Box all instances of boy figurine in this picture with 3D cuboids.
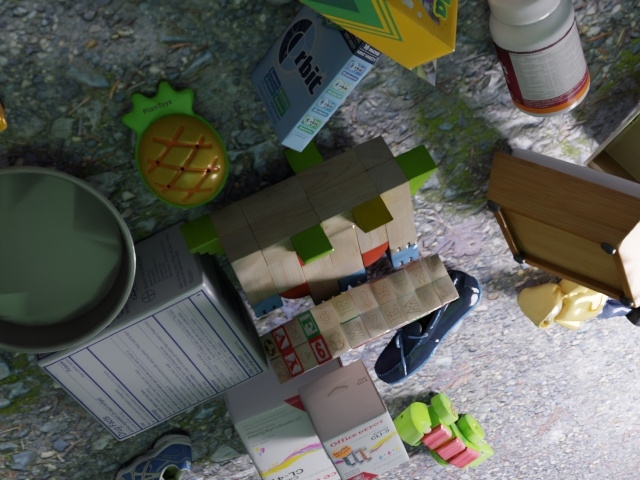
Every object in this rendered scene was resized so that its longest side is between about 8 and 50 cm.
[{"bbox_3d":[0.515,0.113,2.040,0.285,0.092,0.177,0,136,-28],"label":"boy figurine"}]

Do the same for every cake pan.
[{"bbox_3d":[-0.412,0.023,1.505,0.293,0.054,0.293,-4,115,-8],"label":"cake pan"}]

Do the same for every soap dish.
[{"bbox_3d":[0.419,-0.020,1.718,0.118,0.291,0.229,-53,141,-16],"label":"soap dish"}]

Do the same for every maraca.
[{"bbox_3d":[-0.203,-0.131,1.479,0.127,0.099,0.185,-24,112,-2],"label":"maraca"}]

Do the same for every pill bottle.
[{"bbox_3d":[0.312,-0.290,1.517,0.121,0.121,0.221,-27,137,4],"label":"pill bottle"}]

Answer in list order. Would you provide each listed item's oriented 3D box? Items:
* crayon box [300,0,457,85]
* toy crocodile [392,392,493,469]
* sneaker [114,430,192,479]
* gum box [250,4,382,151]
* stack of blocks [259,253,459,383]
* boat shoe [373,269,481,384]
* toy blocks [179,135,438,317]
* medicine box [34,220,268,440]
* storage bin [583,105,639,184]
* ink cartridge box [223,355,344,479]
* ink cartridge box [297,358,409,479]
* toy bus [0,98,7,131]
[{"bbox_3d":[0.072,-0.352,1.286,0.083,0.203,0.323,-15,151,43],"label":"crayon box"},{"bbox_3d":[0.266,0.419,2.229,0.115,0.105,0.340,-36,137,14],"label":"toy crocodile"},{"bbox_3d":[-0.325,0.454,2.027,0.080,0.081,0.211,23,123,-40],"label":"sneaker"},{"bbox_3d":[-0.008,-0.237,1.406,0.041,0.157,0.184,19,123,-37],"label":"gum box"},{"bbox_3d":[0.067,0.130,1.767,0.297,0.087,0.171,-21,172,-37],"label":"stack of blocks"},{"bbox_3d":[0.179,0.149,1.940,0.089,0.109,0.258,33,98,-35],"label":"boat shoe"},{"bbox_3d":[0.000,0.000,1.659,0.381,0.190,0.261,-25,150,-5],"label":"toy blocks"},{"bbox_3d":[-0.274,0.152,1.691,0.289,0.149,0.263,-26,138,3],"label":"medicine box"},{"bbox_3d":[0.619,-0.139,1.696,0.262,0.260,0.123,-49,172,26],"label":"storage bin"},{"bbox_3d":[-0.039,0.343,2.001,0.226,0.131,0.306,-22,135,-4],"label":"ink cartridge box"},{"bbox_3d":[0.058,0.321,1.838,0.128,0.127,0.176,-26,136,-2],"label":"ink cartridge box"},{"bbox_3d":[-0.563,-0.120,1.303,0.333,0.130,0.108,-17,138,-6],"label":"toy bus"}]
